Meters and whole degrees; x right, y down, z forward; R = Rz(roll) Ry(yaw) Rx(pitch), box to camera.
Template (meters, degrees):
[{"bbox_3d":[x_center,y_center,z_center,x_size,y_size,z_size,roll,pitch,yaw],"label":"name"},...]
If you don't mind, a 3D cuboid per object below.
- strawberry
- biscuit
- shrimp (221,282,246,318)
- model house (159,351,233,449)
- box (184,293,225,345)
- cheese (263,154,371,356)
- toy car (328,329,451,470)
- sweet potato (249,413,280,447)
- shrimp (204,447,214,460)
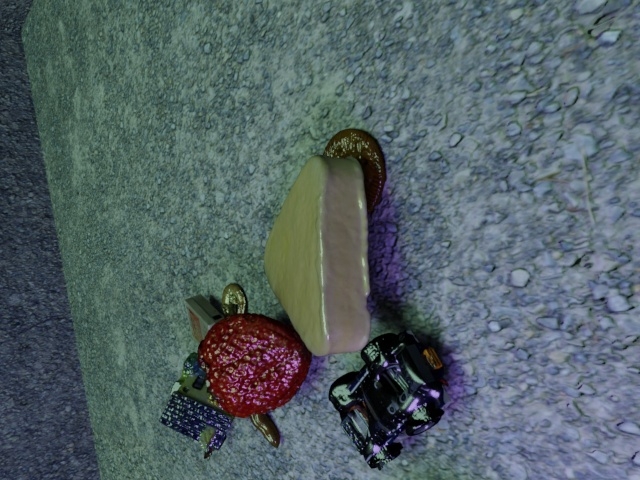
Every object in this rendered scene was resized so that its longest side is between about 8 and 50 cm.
[{"bbox_3d":[-0.144,0.291,1.339,0.288,0.250,0.238,-19,74,25],"label":"strawberry"},{"bbox_3d":[0.062,-0.139,1.164,0.188,0.027,0.187,13,106,50],"label":"biscuit"},{"bbox_3d":[-0.238,0.201,1.589,0.095,0.045,0.162,-5,88,29],"label":"shrimp"},{"bbox_3d":[-0.318,0.439,1.517,0.194,0.211,0.170,24,131,3],"label":"model house"},{"bbox_3d":[-0.329,0.258,1.645,0.201,0.058,0.141,30,132,53],"label":"box"},{"bbox_3d":[0.000,0.001,1.124,0.384,0.104,0.383,-179,90,-66],"label":"cheese"},{"bbox_3d":[0.137,0.305,1.080,0.301,0.118,0.193,-57,48,38],"label":"toy car"},{"bbox_3d":[-0.162,0.482,1.527,0.182,0.054,0.053,61,142,21],"label":"sweet potato"},{"bbox_3d":[-0.315,0.531,1.715,0.117,0.066,0.262,26,102,61],"label":"shrimp"}]
